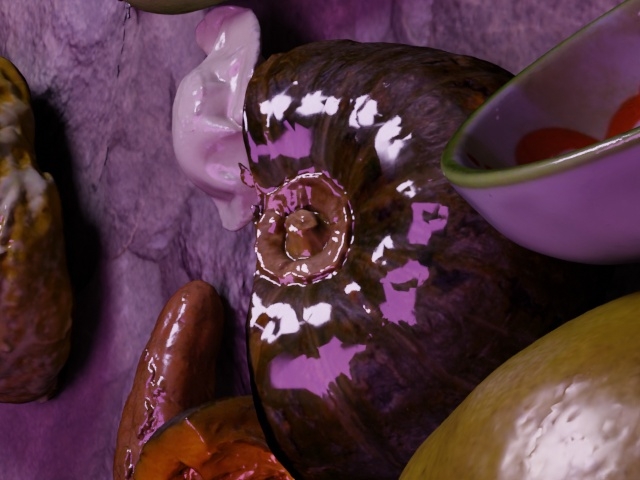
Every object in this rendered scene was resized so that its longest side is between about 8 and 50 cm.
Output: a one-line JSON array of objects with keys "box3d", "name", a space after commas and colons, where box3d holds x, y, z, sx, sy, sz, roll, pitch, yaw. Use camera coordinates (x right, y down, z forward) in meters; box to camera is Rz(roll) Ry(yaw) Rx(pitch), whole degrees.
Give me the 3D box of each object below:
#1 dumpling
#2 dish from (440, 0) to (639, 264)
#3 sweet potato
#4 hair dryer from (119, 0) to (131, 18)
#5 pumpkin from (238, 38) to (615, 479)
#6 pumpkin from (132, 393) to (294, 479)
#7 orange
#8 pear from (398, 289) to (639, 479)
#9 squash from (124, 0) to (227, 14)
[{"box3d": [-0.063, -0.102, 1.332, 0.134, 0.100, 0.169, 137, 151, -61], "name": "dumpling"}, {"box3d": [0.235, -0.070, 0.915, 0.324, 0.324, 0.124, -18, 108, 46], "name": "dish"}, {"box3d": [-0.132, 0.210, 1.419, 0.106, 0.095, 0.355, -151, 72, -70], "name": "sweet potato"}, {"box3d": [-0.189, -0.263, 1.533, 0.063, 0.038, 0.124, -14, 87, 48], "name": "hair dryer"}, {"box3d": [0.087, 0.014, 1.131, 0.232, 0.242, 0.325, -8, 74, 22], "name": "pumpkin"}, {"box3d": [-0.018, 0.218, 1.295, 0.248, 0.126, 0.131, 52, 133, 13], "name": "pumpkin"}, {"box3d": [-0.371, -0.018, 1.607, 0.271, 0.210, 0.369, -46, 56, 40], "name": "orange"}, {"box3d": [0.236, 0.174, 0.856, 0.413, 0.352, 0.352, 4, 93, 37], "name": "pear"}, {"box3d": [-0.029, -0.263, 1.298, 0.370, 0.118, 0.118, -14, 80, 40], "name": "squash"}]
